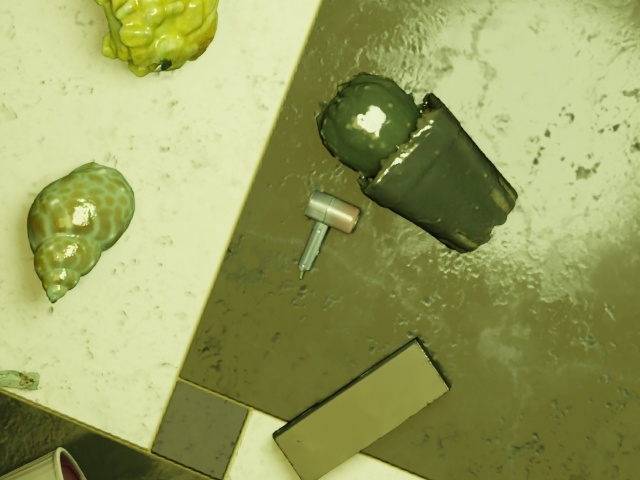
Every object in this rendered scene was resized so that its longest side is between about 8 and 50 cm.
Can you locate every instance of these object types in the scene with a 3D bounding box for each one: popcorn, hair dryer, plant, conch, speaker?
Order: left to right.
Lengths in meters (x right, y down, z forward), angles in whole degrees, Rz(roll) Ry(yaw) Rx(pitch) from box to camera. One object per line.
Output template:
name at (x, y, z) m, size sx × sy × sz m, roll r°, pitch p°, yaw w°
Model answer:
conch at (-0.309, -0.022, 1.816) m, size 0.173 × 0.106 × 0.116 m, roll -41°, pitch 105°, yaw -8°
popcorn at (-0.200, -0.283, 1.769) m, size 0.142 × 0.173 × 0.173 m, roll 34°, pitch 95°, yaw 12°
hair dryer at (0.000, 0.000, 1.810) m, size 0.063 × 0.037 × 0.114 m, roll 25°, pitch 102°, yaw 5°
speaker at (0.051, 0.212, 1.799) m, size 0.218 × 0.044 × 0.082 m, roll -36°, pitch 86°, yaw 6°
plant at (0.116, -0.100, 1.731) m, size 0.256 × 0.164 × 0.142 m, roll 38°, pitch 99°, yaw -10°

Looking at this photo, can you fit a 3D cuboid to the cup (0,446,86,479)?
cup at (-0.376, 0.433, 1.766) m, size 0.273 × 0.208 × 0.288 m, roll -22°, pitch 106°, yaw -3°

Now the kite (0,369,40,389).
kite at (-0.494, 0.159, 1.885) m, size 0.267 × 0.013 × 0.323 m, roll 13°, pitch 93°, yaw 7°
